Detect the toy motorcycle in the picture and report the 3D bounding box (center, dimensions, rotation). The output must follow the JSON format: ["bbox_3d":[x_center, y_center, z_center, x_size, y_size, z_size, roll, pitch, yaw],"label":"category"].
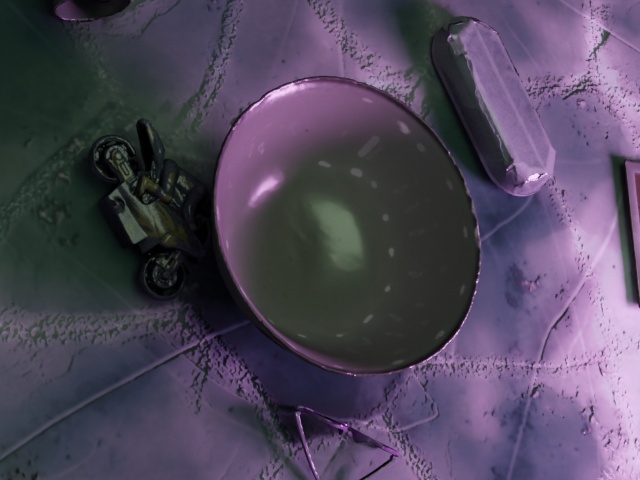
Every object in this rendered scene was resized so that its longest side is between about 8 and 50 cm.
[{"bbox_3d":[-0.171,-0.038,1.554,0.124,0.061,0.193,-24,93,-27],"label":"toy motorcycle"}]

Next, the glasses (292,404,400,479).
[{"bbox_3d":[0.013,0.255,1.589,0.140,0.062,0.104,26,85,-21],"label":"glasses"}]

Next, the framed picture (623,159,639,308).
[{"bbox_3d":[0.531,0.006,1.971,0.274,0.017,0.217,8,70,-27],"label":"framed picture"}]

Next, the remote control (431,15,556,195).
[{"bbox_3d":[0.225,-0.174,1.833,0.104,0.052,0.247,-22,84,-35],"label":"remote control"}]

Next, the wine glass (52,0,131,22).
[{"bbox_3d":[-0.273,-0.364,1.576,0.103,0.103,0.231,-6,81,-31],"label":"wine glass"}]

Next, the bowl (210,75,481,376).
[{"bbox_3d":[0.000,0.000,1.584,0.337,0.157,0.337,10,69,-28],"label":"bowl"}]
